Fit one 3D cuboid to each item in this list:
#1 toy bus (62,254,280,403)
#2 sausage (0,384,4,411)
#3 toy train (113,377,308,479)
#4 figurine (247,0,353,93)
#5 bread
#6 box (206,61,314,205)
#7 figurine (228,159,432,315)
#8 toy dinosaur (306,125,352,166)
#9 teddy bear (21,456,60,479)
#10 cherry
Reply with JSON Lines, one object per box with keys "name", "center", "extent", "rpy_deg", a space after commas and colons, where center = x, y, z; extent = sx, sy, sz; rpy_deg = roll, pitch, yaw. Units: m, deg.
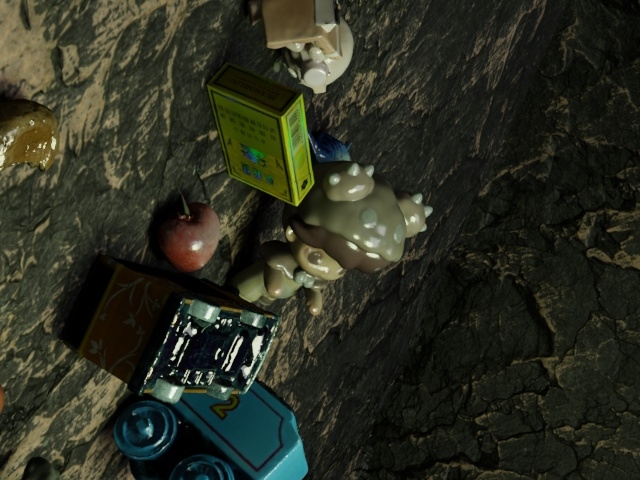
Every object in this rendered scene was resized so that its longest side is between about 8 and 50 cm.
{"name": "toy bus", "center": [-0.215, 0.137, 1.417], "extent": [0.162, 0.194, 0.323], "rpy_deg": [-66, 156, 1]}
{"name": "sausage", "center": [-0.431, 0.171, 1.107], "extent": [0.077, 0.077, 0.194], "rpy_deg": [-54, 157, -26]}
{"name": "toy train", "center": [-0.180, 0.346, 1.587], "extent": [0.265, 0.300, 0.188], "rpy_deg": [-42, 152, -23]}
{"name": "figurine", "center": [-0.023, -0.317, 1.464], "extent": [0.237, 0.141, 0.162], "rpy_deg": [36, 46, -78]}
{"name": "bread", "center": [-0.336, -0.118, 1.026], "extent": [0.082, 0.060, 0.113], "rpy_deg": [-68, 161, 9]}
{"name": "box", "center": [-0.089, -0.161, 1.453], "extent": [0.064, 0.141, 0.220], "rpy_deg": [-54, 156, -29]}
{"name": "figurine", "center": [-0.001, 0.001, 1.659], "extent": [0.248, 0.203, 0.380], "rpy_deg": [28, 126, -37]}
{"name": "toy dinosaur", "center": [0.011, -0.150, 1.791], "extent": [0.329, 0.076, 0.144], "rpy_deg": [13, 71, -67]}
{"name": "teddy bear", "center": [-0.417, 0.403, 1.335], "extent": [0.251, 0.144, 0.171], "rpy_deg": [67, 31, -64]}
{"name": "cherry", "center": [-0.199, -0.005, 1.441], "extent": [0.106, 0.087, 0.126], "rpy_deg": [-53, 154, -18]}
